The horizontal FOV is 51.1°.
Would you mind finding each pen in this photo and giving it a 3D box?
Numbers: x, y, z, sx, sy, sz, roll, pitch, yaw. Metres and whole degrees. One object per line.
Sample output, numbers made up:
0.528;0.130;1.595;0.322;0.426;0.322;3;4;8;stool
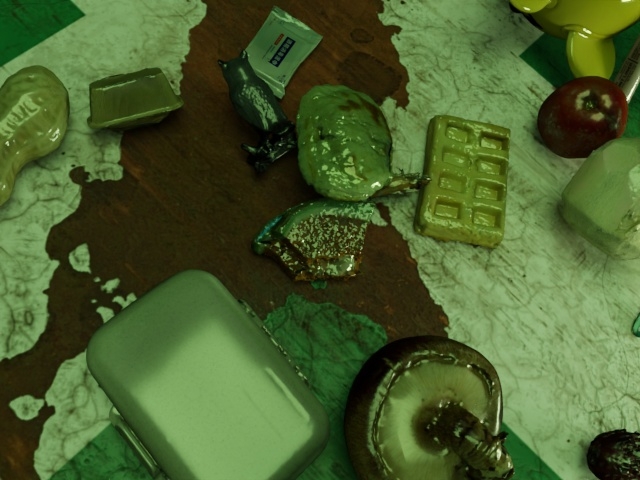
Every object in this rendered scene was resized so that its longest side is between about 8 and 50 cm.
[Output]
0.647;-0.343;1.411;0.032;0.197;0.053;-1;33;-28;pen

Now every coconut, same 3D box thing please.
0.580;-0.091;1.254;0.224;0.234;0.224;25;28;-15;coconut

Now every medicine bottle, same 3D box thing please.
-0.175;0.239;1.054;0.282;0.123;0.375;-38;80;-19;medicine bottle

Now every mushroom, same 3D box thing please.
0.174;0.295;1.077;0.278;0.163;0.297;37;66;15;mushroom

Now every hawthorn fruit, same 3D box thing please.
0.531;-0.247;1.346;0.173;0.173;0.172;3;68;-9;hawthorn fruit

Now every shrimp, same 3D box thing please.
0.119;-0.134;1.292;0.178;0.034;0.124;-10;55;6;shrimp

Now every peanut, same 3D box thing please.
-0.536;-0.170;1.159;0.136;0.120;0.298;27;69;7;peanut

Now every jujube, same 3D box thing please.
0.533;0.373;1.145;0.166;0.104;0.104;11;67;-17;jujube

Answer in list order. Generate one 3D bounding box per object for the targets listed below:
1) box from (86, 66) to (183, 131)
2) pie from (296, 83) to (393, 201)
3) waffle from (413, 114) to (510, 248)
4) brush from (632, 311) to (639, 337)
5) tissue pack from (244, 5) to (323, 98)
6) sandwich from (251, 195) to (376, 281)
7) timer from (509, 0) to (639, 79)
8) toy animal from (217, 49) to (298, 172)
-0.345;-0.253;1.235;0.177;0.111;0.111;-17;72;-15;box
0.056;-0.183;1.223;0.201;0.090;0.247;11;58;-24;pie
0.283;-0.123;1.315;0.168;0.057;0.274;13;67;-4;waffle
0.661;0.111;1.307;0.043;0.032;0.193;40;79;2;brush
-0.089;-0.384;1.371;0.123;0.026;0.193;29;67;2;tissue pack
-0.007;-0.009;1.206;0.235;0.079;0.159;-1;69;-11;sandwich
0.536;-0.555;1.391;0.376;0.376;0.386;29;77;2;timer
-0.117;-0.241;1.222;0.121;0.117;0.210;-34;112;-15;toy animal
